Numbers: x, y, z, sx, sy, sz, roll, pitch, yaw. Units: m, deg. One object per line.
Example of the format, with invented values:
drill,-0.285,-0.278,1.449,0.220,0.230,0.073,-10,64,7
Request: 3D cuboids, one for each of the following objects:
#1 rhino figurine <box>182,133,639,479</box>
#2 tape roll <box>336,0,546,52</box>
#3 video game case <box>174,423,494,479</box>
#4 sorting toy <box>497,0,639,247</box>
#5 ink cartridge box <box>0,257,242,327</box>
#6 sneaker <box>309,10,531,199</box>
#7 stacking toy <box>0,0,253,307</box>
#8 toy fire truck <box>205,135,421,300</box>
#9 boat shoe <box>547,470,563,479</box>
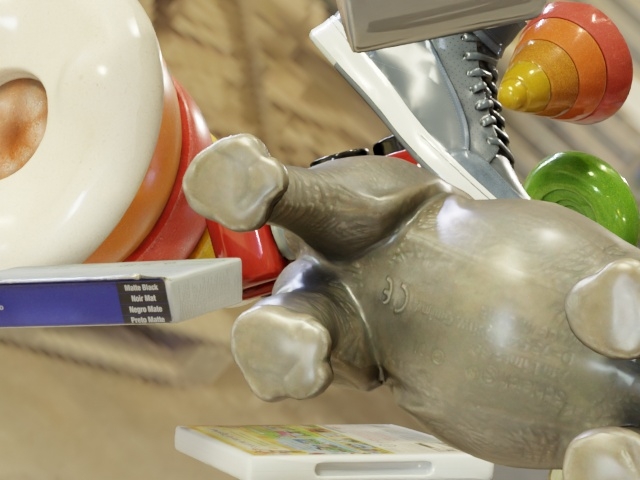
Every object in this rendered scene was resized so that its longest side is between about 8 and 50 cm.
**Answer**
rhino figurine,0.084,0.037,0.502,0.243,0.073,0.106,21,5,18
tape roll,0.024,-0.180,0.689,0.219,0.072,0.219,-12,90,-89
video game case,0.006,0.177,1.599,0.206,0.026,0.227,2,1,-19
sorting toy,0.210,-0.029,1.761,0.127,0.365,0.126,10,25,37
ink cartridge box,-0.202,0.046,1.565,0.223,0.045,0.224,-3,2,19
sneaker,0.117,-0.114,1.285,0.226,0.163,0.086,52,4,23
stacking toy,-0.199,-0.046,1.970,0.350,0.350,0.480,51,11,34
toy fire truck,0.000,0.000,1.647,0.246,0.217,0.158,1,74,-72
boat shoe,0.228,0.141,1.452,0.049,0.152,0.056,39,35,18
